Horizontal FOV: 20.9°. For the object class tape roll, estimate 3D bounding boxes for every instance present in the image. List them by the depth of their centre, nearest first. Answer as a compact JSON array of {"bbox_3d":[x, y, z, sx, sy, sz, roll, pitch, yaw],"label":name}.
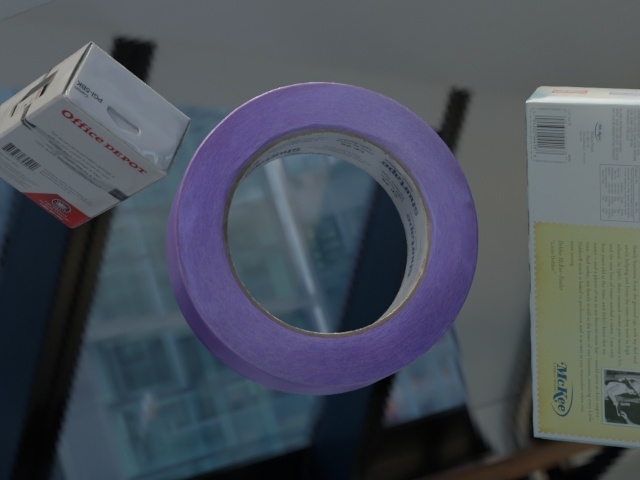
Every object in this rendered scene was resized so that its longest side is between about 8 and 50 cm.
[{"bbox_3d":[0.000,0.000,1.573,0.275,0.274,0.090,-16,-8,-12],"label":"tape roll"}]

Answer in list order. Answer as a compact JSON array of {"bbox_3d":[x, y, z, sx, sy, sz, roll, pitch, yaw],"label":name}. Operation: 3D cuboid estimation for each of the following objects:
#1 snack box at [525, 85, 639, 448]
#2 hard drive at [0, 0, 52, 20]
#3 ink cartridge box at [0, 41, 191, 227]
[{"bbox_3d":[0.280,0.028,1.530,0.187,0.321,0.060,4,20,21],"label":"snack box"},{"bbox_3d":[-0.375,-0.333,2.065,0.308,0.040,0.203,-16,-20,28],"label":"hard drive"},{"bbox_3d":[-0.174,-0.075,1.269,0.099,0.056,0.135,39,-37,-23],"label":"ink cartridge box"}]
